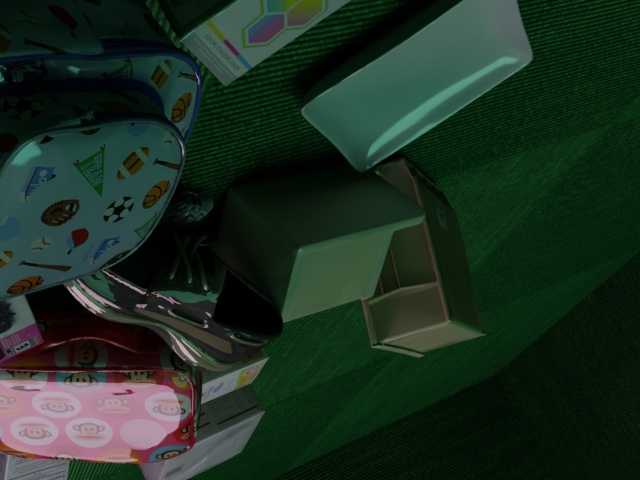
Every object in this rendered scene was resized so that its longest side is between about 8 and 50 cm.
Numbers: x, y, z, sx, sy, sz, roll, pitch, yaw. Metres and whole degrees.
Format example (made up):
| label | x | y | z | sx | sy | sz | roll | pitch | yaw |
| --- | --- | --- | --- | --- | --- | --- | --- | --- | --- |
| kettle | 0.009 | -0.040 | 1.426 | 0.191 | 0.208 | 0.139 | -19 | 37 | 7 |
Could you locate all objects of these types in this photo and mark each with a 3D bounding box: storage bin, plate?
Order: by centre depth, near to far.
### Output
| label | x | y | z | sx | sy | sz | roll | pitch | yaw |
| --- | --- | --- | --- | --- | --- | --- | --- | --- | --- |
| plate | 0.120 | -0.206 | 1.277 | 0.277 | 0.045 | 0.278 | -32 | 162 | 9 |
| storage bin | 0.144 | 0.033 | 1.609 | 0.123 | 0.261 | 0.262 | -17 | 165 | 17 |

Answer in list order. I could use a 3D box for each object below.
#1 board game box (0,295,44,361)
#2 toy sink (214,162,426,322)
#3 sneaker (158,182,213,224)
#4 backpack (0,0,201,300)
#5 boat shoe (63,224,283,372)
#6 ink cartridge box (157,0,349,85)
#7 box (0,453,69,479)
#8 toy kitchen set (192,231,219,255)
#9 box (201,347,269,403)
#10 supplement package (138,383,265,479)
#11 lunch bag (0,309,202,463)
| label | x | y | z | sx | sy | sz | roll | pitch | yaw |
| --- | --- | --- | --- | --- | --- | --- | --- | --- | --- |
| board game box | -0.467 | 0.102 | 1.114 | 0.303 | 0.098 | 0.224 | -24 | 160 | -16 |
| toy sink | 0.000 | 0.000 | 1.402 | 0.234 | 0.152 | 0.131 | -16 | 133 | -40 |
| sneaker | -0.164 | -0.051 | 1.260 | 0.098 | 0.038 | 0.069 | -16 | 158 | -37 |
| backpack | -0.222 | -0.092 | 0.834 | 0.263 | 0.213 | 0.276 | -26 | 161 | -46 |
| boat shoe | -0.168 | 0.037 | 1.212 | 0.130 | 0.132 | 0.355 | -21 | 145 | 24 |
| ink cartridge box | -0.034 | -0.237 | 0.938 | 0.209 | 0.062 | 0.109 | -33 | 160 | 6 |
| box | -0.469 | 0.341 | 1.668 | 0.126 | 0.072 | 0.137 | -7 | 116 | -49 |
| toy kitchen set | -0.226 | 0.077 | 1.464 | 0.122 | 0.166 | 0.207 | -9 | 115 | -49 |
| box | -0.206 | 0.203 | 1.732 | 0.203 | 0.114 | 0.103 | -18 | 157 | -32 |
| supplement package | -0.248 | 0.349 | 1.995 | 0.204 | 0.145 | 0.262 | -22 | 159 | -25 |
| lunch bag | -0.300 | 0.181 | 1.350 | 0.293 | 0.120 | 0.258 | 3 | 140 | -5 |
